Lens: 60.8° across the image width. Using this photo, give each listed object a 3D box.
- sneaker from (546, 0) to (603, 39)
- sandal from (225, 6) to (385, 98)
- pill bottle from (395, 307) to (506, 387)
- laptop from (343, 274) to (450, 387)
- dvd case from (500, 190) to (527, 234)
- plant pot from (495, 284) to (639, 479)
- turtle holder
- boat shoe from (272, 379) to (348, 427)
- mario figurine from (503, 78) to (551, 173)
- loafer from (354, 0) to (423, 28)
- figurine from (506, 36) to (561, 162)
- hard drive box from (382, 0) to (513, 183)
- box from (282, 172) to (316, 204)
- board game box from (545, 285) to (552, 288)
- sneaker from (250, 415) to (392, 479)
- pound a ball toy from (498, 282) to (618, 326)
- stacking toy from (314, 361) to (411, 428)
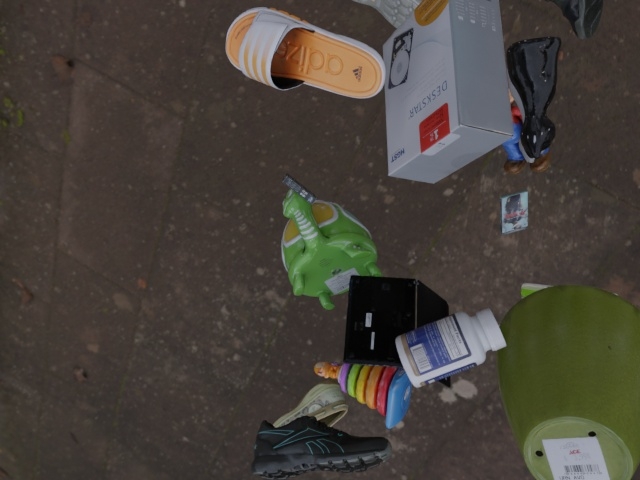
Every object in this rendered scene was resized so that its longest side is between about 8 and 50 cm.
[{"bbox_3d":[0.567,-0.569,1.259,0.227,0.087,0.130,43,175,-39],"label":"sneaker"},{"bbox_3d":[-0.038,-0.261,0.769,0.265,0.076,0.102,21,124,22],"label":"sandal"},{"bbox_3d":[0.157,0.126,0.660,0.120,0.067,0.067,-24,107,11],"label":"pill bottle"},{"bbox_3d":[0.198,0.225,1.366,0.264,0.235,0.137,3,148,6],"label":"laptop"},{"bbox_3d":[0.569,-0.081,1.603,0.087,0.013,0.120,-14,117,-10],"label":"dvd case"},{"bbox_3d":[0.405,0.252,0.862,0.274,0.293,0.275,8,111,21],"label":"plant pot"},{"bbox_3d":[-0.007,0.013,1.400,0.243,0.320,0.228,-46,49,30],"label":"turtle holder"},{"bbox_3d":[-0.042,0.470,1.359,0.104,0.089,0.285,21,116,-38],"label":"boat shoe"},{"bbox_3d":[0.457,-0.288,1.415,0.198,0.170,0.320,-30,119,31],"label":"mario figurine"},{"bbox_3d":[0.195,-0.663,1.475,0.319,0.111,0.112,37,151,13],"label":"loafer"},{"bbox_3d":[0.410,-0.255,1.054,0.092,0.215,0.210,-1,93,19],"label":"figurine"},{"bbox_3d":[0.176,-0.225,0.794,0.089,0.232,0.181,6,162,-23],"label":"hard drive box"},{"bbox_3d":[-0.047,-0.116,1.222,0.083,0.067,0.018,37,97,-11],"label":"box"},{"bbox_3d":[0.619,0.153,1.458,0.090,0.090,0.020,-4,111,65],"label":"board game box"},{"bbox_3d":[-0.002,0.375,1.013,0.267,0.106,0.101,-8,144,10],"label":"sneaker"},{"bbox_3d":[0.704,0.256,1.631,0.318,0.208,0.136,4,137,28],"label":"pound a ball toy"},{"bbox_3d":[0.117,0.412,1.628,0.301,0.175,0.166,12,113,25],"label":"stacking toy"}]
